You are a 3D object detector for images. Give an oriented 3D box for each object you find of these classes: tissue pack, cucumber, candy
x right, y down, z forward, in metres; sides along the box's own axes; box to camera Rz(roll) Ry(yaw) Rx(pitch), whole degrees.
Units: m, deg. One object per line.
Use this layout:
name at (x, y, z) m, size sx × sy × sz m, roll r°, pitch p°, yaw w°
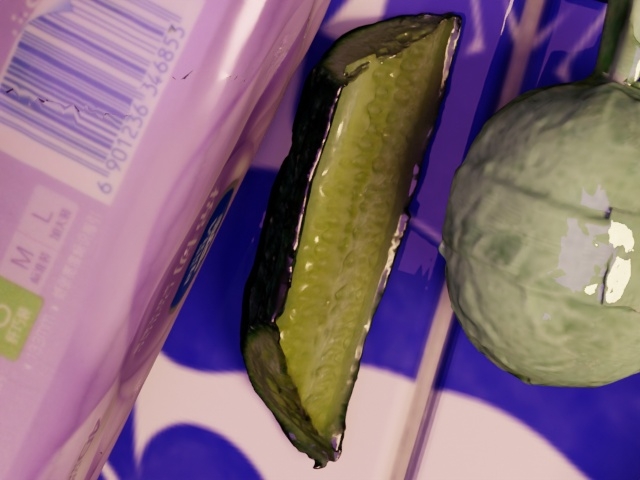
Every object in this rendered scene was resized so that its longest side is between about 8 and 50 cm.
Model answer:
tissue pack at (-0.159, -0.040, 0.733) m, size 0.242 × 0.160 × 0.338 m, roll 29°, pitch 107°, yaw 4°
cucumber at (0.000, 0.000, 0.767) m, size 0.046 × 0.070 × 0.220 m, roll 24°, pitch 106°, yaw 35°
candy at (0.136, -0.154, 0.693) m, size 0.119 × 0.119 × 0.440 m, roll 12°, pitch 98°, yaw 7°
